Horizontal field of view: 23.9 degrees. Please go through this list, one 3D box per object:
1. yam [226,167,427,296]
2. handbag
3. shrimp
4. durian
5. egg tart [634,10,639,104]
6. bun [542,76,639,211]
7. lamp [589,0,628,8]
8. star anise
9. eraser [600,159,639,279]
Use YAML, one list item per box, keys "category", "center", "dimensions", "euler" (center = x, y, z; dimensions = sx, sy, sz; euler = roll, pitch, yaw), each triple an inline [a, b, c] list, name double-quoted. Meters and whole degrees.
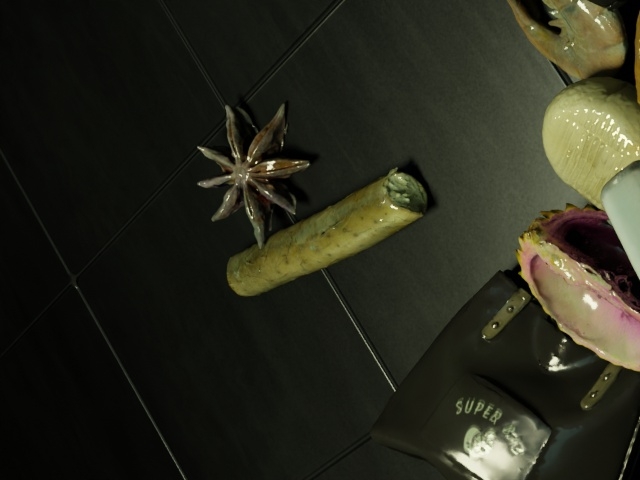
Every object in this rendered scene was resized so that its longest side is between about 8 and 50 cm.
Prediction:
- category: "yam"
  center: [0.000, 0.000, 2.105]
  dimensions: [0.371, 0.083, 0.083]
  euler: [-28, 84, 43]
- category: "handbag"
  center: [0.256, 0.219, 1.905]
  dimensions: [0.342, 0.152, 0.288]
  euler: [35, 108, 28]
- category: "shrimp"
  center: [0.267, -0.289, 1.785]
  dimensions: [0.254, 0.059, 0.145]
  euler: [46, 153, 14]
- category: "durian"
  center: [0.348, 0.066, 1.765]
  dimensions: [0.260, 0.154, 0.186]
  euler: [49, 138, 30]
- category: "egg tart"
  center: [0.470, -0.190, 1.597]
  dimensions: [0.294, 0.123, 0.294]
  euler: [14, 113, 35]
- category: "bun"
  center: [0.348, -0.107, 1.745]
  dimensions: [0.188, 0.111, 0.164]
  euler: [37, 141, 24]
- category: "lamp"
  center: [0.434, -0.369, 1.630]
  dimensions: [0.371, 0.108, 0.130]
  euler: [-28, 62, 28]
- category: "star anise"
  center: [-0.090, -0.102, 2.154]
  dimensions: [0.180, 0.061, 0.204]
  euler: [-38, 72, 22]
- category: "eraser"
  center: [0.403, 0.065, 1.539]
  dimensions: [0.104, 0.189, 0.290]
  euler: [-39, 44, 22]
